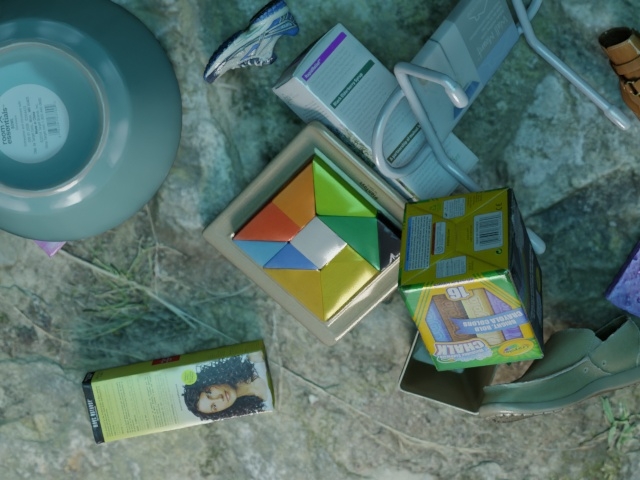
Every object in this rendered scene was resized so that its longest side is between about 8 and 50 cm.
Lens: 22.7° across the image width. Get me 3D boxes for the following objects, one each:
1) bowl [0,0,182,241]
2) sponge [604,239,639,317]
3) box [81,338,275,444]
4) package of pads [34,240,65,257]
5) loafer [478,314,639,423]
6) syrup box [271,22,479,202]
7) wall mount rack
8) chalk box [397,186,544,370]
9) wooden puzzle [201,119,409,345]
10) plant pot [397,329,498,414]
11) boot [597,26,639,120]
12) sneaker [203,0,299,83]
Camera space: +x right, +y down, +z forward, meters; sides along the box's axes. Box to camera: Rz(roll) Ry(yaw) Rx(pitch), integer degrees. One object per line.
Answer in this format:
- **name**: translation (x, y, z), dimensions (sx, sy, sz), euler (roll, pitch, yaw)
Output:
- **bowl**: translation (-0.323, -0.146, 1.862), dimensions (0.311, 0.163, 0.312), euler (0, 95, 0)
- **sponge**: translation (0.477, 0.071, 2.006), dimensions (0.210, 0.031, 0.117), euler (28, 102, -7)
- **box**: translation (-0.178, 0.190, 2.010), dimensions (0.232, 0.058, 0.087), euler (-12, 102, 2)
- **package of pads**: translation (-0.324, -0.024, 1.973), dimensions (0.050, 0.032, 0.083), euler (43, 98, -8)
- **loafer**: translation (0.298, 0.158, 1.961), dimensions (0.268, 0.102, 0.092), euler (-13, 84, -33)
- **syrup box**: translation (0.064, -0.140, 1.906), dimensions (0.237, 0.093, 0.096), euler (44, 73, -9)
- **wall mount rack**: translation (0.222, -0.168, 1.856), dimensions (0.350, 0.130, 0.304), euler (-52, 139, -18)
- **chalk box**: translation (0.183, 0.061, 1.847), dimensions (0.132, 0.132, 0.213), euler (-9, 137, 17)
- **wooden puzzle**: translation (0.000, 0.000, 1.933), dimensions (0.221, 0.044, 0.238), euler (42, 121, -9)
- **plant pot**: translation (0.160, 0.137, 1.983), dimensions (0.109, 0.096, 0.109), euler (18, 103, -5)
- **boot**: translation (0.403, -0.179, 1.864), dimensions (0.073, 0.197, 0.152), euler (-40, 109, -13)
- **sneaker**: translation (-0.082, -0.229, 1.922), dimensions (0.135, 0.052, 0.058), euler (-40, 104, 8)
